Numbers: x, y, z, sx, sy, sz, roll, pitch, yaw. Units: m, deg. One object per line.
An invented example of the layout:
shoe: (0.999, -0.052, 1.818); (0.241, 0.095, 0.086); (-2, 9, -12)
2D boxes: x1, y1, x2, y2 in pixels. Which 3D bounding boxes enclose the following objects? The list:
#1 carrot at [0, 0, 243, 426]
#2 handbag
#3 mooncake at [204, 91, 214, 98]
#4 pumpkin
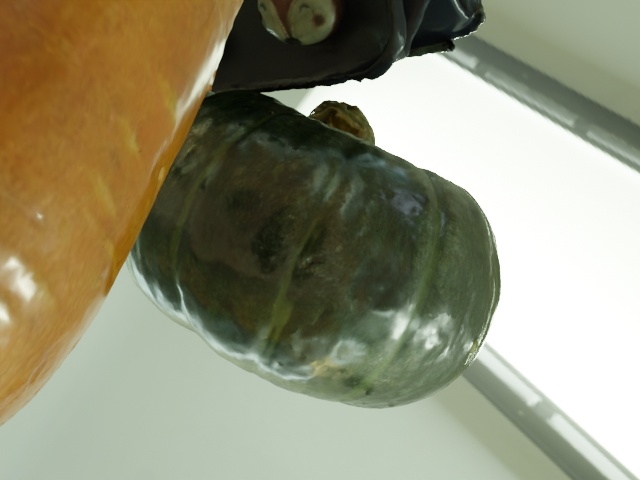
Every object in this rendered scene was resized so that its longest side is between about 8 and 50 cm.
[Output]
carrot: (-0.160, -0.029, 0.384); (0.331, 0.193, 0.214); (-63, -179, -18)
handbag: (-0.061, -0.272, 0.809); (0.303, 0.329, 0.122); (2, -155, 40)
mooncake: (-0.188, -0.123, 1.279); (0.168, 0.104, 0.175); (27, -65, 23)
pumpkin: (0.000, 0.000, 0.833); (0.300, 0.300, 0.207); (26, -88, 49)
